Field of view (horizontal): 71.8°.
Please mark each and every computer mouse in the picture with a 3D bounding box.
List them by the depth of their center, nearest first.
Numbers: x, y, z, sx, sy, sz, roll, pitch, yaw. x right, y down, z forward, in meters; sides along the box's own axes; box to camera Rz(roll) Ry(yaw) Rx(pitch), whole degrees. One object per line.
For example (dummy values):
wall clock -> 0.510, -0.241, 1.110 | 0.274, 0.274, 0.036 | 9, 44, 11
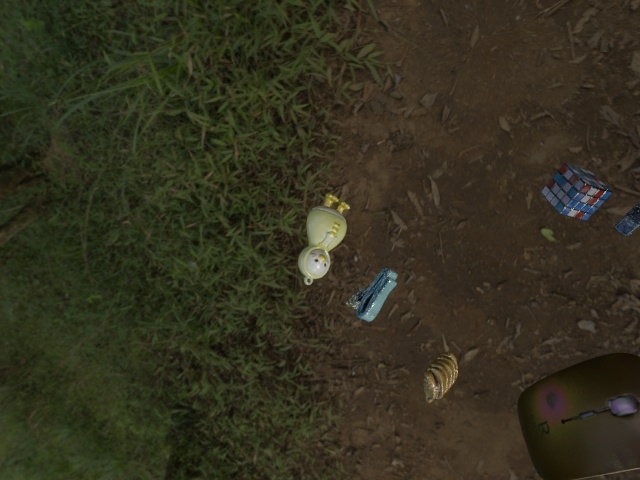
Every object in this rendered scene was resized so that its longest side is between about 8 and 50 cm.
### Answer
computer mouse -> 0.425, 0.294, 0.717 | 0.072, 0.158, 0.310 | 7, 145, -16

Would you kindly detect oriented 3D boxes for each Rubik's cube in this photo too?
Rubik's cube -> 0.616, -0.117, 1.068 | 0.092, 0.092, 0.092 | 11, 129, -19

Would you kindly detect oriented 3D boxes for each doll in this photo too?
doll -> 0.008, 0.000, 1.394 | 0.141, 0.296, 0.117 | 29, 156, -37

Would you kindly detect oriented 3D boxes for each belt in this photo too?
belt -> 0.166, 0.160, 1.373 | 0.065, 0.100, 0.179 | 31, 98, -36

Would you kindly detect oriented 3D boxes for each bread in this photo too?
bread -> 0.449, 0.511, 1.649 | 0.081, 0.225, 0.134 | 5, 106, 35

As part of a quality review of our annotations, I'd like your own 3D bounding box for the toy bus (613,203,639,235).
toy bus -> 0.897, -0.060, 1.270 | 0.047, 0.166, 0.065 | 49, 135, 21
